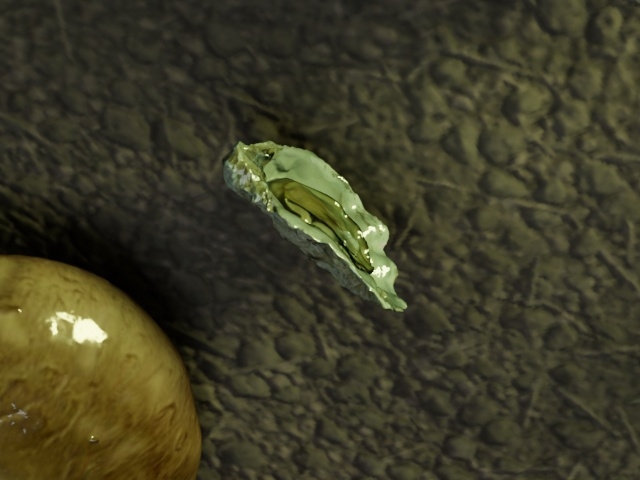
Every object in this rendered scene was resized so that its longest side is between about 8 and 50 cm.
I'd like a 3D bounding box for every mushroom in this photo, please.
[{"bbox_3d":[-0.196,0.117,1.065,0.278,0.146,0.278,-7,139,-6],"label":"mushroom"}]

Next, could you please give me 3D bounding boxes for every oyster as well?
[{"bbox_3d":[0.000,0.000,0.960,0.037,0.098,0.100,-39,70,19],"label":"oyster"}]
